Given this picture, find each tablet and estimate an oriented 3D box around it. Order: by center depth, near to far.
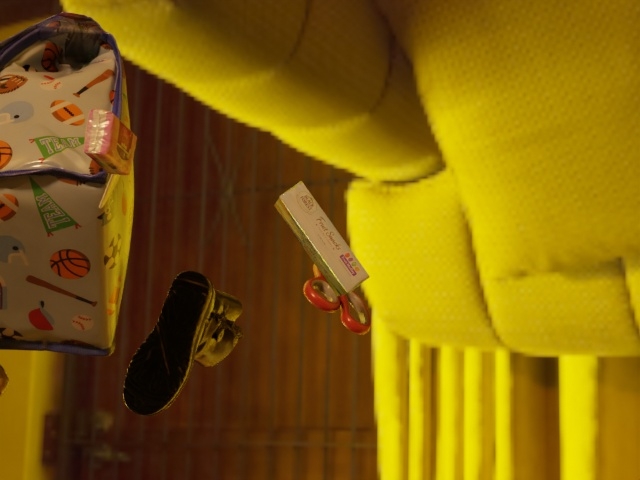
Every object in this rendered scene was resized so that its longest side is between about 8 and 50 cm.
[{"bbox_3d":[-0.234,-0.079,1.449,0.006,0.054,0.083,26,134,-6],"label":"tablet"}]

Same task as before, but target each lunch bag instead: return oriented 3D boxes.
[{"bbox_3d":[-0.372,-0.087,1.736,0.239,0.385,0.327,6,130,-5],"label":"lunch bag"}]

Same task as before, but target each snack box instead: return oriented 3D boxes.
[{"bbox_3d":[0.000,0.000,1.526,0.037,0.141,0.100,-36,180,-9],"label":"snack box"}]

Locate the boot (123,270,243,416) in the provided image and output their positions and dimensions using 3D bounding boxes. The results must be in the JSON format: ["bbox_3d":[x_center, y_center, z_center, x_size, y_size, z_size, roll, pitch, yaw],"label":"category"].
[{"bbox_3d":[-0.211,0.182,2.033,0.094,0.246,0.207,17,168,18],"label":"boot"}]

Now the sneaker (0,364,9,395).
[{"bbox_3d":[-0.446,0.104,1.573,0.192,0.086,0.064,47,130,-8],"label":"sneaker"}]

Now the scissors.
[{"bbox_3d":[0.009,0.042,1.799,0.109,0.021,0.297,28,-162,-19],"label":"scissors"}]

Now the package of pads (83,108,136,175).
[{"bbox_3d":[-0.226,-0.105,1.352,0.032,0.050,0.083,7,168,12],"label":"package of pads"}]
